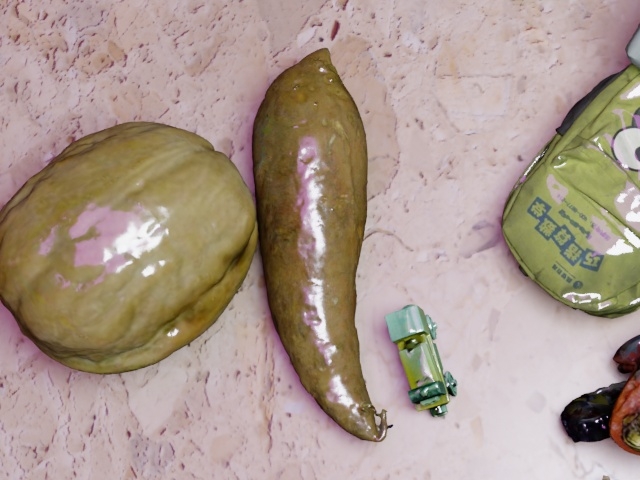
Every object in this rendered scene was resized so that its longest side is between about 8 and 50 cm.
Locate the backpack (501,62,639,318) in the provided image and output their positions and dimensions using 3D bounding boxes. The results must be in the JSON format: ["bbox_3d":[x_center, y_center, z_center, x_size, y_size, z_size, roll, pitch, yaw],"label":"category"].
[{"bbox_3d":[0.310,-0.042,1.145,0.253,0.140,0.207,-45,73,5],"label":"backpack"}]

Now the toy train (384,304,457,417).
[{"bbox_3d":[0.105,0.122,1.161,0.050,0.081,0.122,-20,74,10],"label":"toy train"}]

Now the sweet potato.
[{"bbox_3d":[-0.005,0.003,1.184,0.130,0.130,0.423,-6,79,7],"label":"sweet potato"}]

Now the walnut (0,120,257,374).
[{"bbox_3d":[-0.204,0.002,1.160,0.282,0.227,0.283,-3,70,9],"label":"walnut"}]

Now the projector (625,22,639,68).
[{"bbox_3d":[0.443,-0.210,1.116,0.192,0.099,0.256,39,46,17],"label":"projector"}]

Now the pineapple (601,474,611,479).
[{"bbox_3d":[0.283,0.348,1.062,0.186,0.114,0.236,-22,77,2],"label":"pineapple"}]

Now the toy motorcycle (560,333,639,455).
[{"bbox_3d":[0.426,0.105,1.055,0.401,0.207,0.134,-25,95,0],"label":"toy motorcycle"}]
